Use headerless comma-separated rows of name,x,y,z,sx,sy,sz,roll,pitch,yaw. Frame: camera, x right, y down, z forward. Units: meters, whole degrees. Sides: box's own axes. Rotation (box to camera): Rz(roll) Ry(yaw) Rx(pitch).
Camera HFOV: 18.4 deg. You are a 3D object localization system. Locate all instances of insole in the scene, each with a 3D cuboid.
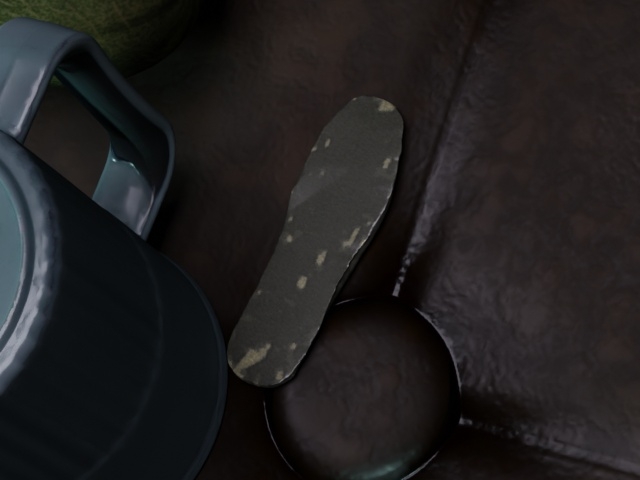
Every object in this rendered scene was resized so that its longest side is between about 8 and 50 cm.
insole,0.000,0.000,1.528,0.081,0.011,0.248,21,78,24

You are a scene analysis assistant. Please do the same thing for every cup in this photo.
cup,-0.212,0.048,1.413,0.331,0.311,0.257,-41,65,0

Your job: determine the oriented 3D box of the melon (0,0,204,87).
melon,-0.228,-0.244,1.565,0.301,0.237,0.237,22,79,19
